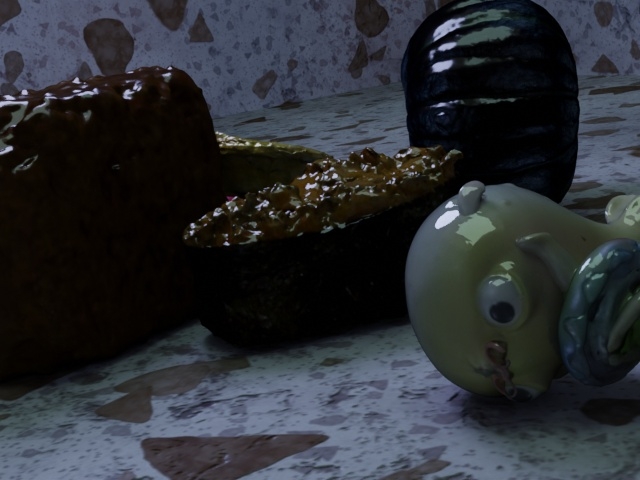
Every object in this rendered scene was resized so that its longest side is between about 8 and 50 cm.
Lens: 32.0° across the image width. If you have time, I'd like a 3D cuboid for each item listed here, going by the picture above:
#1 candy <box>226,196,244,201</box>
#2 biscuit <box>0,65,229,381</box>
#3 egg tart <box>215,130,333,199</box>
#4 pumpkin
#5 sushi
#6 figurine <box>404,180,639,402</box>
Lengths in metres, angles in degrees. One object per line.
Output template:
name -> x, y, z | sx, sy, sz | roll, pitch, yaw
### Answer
candy -> -0.121, -0.003, 1.689 | 0.306, 0.100, 0.157 | 3, 16, 43
biscuit -> -0.277, -0.034, 1.403 | 0.166, 0.342, 0.395 | 5, 20, 35
egg tart -> -0.083, -0.098, 1.595 | 0.212, 0.090, 0.212 | 8, 0, 0
pumpkin -> 0.260, -0.193, 1.715 | 0.266, 0.363, 0.363 | -3, 13, 4
sushi -> 0.000, 0.000, 1.374 | 0.348, 0.207, 0.234 | -15, 21, -16
figurine -> 0.274, 0.046, 0.994 | 0.394, 0.226, 0.274 | 17, 53, 42
